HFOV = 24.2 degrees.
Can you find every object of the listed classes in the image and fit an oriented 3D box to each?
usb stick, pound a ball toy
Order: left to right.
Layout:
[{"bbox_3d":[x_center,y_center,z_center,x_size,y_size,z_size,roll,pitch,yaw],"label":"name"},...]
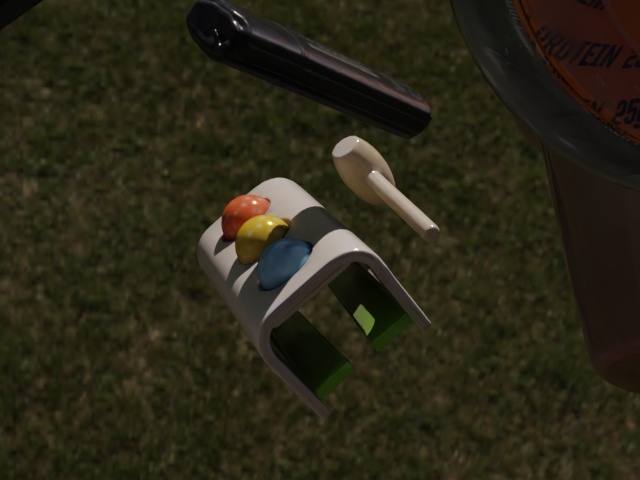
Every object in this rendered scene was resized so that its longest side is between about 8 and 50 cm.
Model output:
[{"bbox_3d":[-0.004,-0.143,1.266,0.278,0.045,0.077,16,19,-50],"label":"usb stick"},{"bbox_3d":[0.000,0.000,1.356,0.208,0.136,0.319,-41,22,-1],"label":"pound a ball toy"}]

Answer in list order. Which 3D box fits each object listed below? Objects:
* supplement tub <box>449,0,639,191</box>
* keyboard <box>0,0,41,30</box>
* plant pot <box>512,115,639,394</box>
[{"bbox_3d":[0.143,-0.121,0.580,0.193,0.194,0.316,13,10,3],"label":"supplement tub"},{"bbox_3d":[-0.173,-0.161,0.859,0.023,0.180,0.108,39,52,-26],"label":"keyboard"},{"bbox_3d":[0.243,-0.025,0.930,0.263,0.263,0.229,7,71,-4],"label":"plant pot"}]
